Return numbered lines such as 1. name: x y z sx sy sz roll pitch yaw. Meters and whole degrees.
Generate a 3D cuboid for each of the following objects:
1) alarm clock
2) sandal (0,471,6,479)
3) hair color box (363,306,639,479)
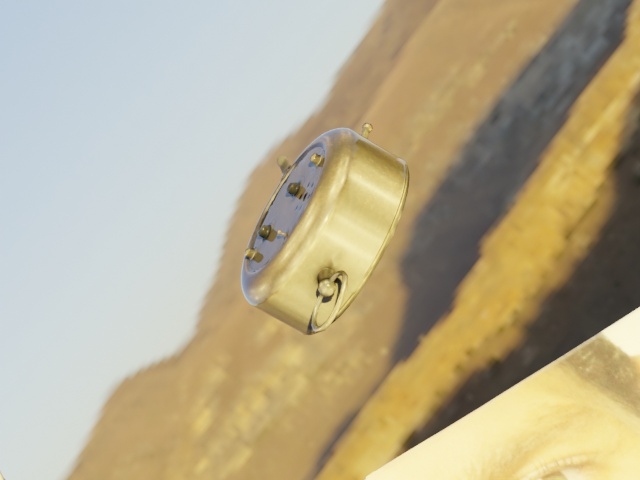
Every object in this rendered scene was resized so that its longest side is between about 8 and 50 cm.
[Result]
1. alarm clock: 0.000 0.000 1.148 0.129 0.064 0.192 -55 19 20
2. sandal: -0.166 0.139 0.602 0.169 0.416 0.102 -35 -26 16
3. hair color box: 0.184 0.177 0.621 0.185 0.339 0.110 -28 -37 -27
